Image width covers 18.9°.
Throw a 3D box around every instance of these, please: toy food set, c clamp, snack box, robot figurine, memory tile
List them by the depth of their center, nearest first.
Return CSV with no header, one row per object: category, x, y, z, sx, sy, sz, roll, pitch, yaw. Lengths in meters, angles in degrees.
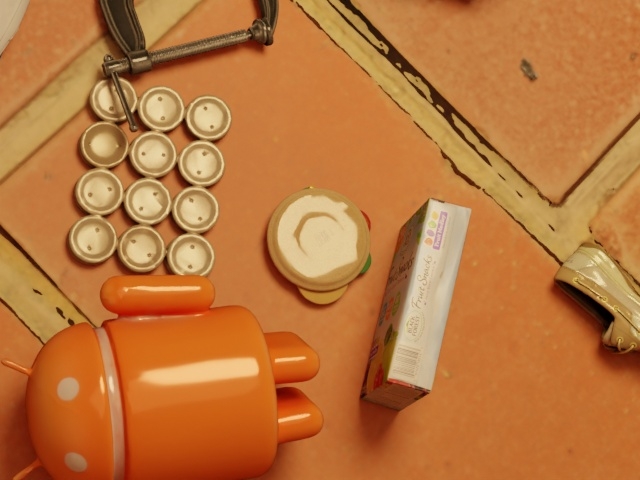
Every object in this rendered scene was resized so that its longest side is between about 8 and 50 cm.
robot figurine,-0.111,0.115,1.350,0.219,0.158,0.128,-6,50,-14
snack box,0.070,0.049,1.418,0.037,0.100,0.141,16,75,-8
memory tile,-0.128,-0.046,1.442,0.113,0.012,0.148,9,76,-10
toy food set,0.000,0.000,1.456,0.083,0.020,0.082,43,72,0
c clamp,-0.100,-0.163,1.467,0.161,0.022,0.137,-21,72,-18

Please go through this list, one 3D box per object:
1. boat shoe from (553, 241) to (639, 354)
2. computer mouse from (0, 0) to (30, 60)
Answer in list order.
boat shoe,0.234,0.065,1.482,0.045,0.050,0.135,-39,78,-14
computer mouse,-0.250,-0.179,1.429,0.106,0.042,0.193,23,74,-8
